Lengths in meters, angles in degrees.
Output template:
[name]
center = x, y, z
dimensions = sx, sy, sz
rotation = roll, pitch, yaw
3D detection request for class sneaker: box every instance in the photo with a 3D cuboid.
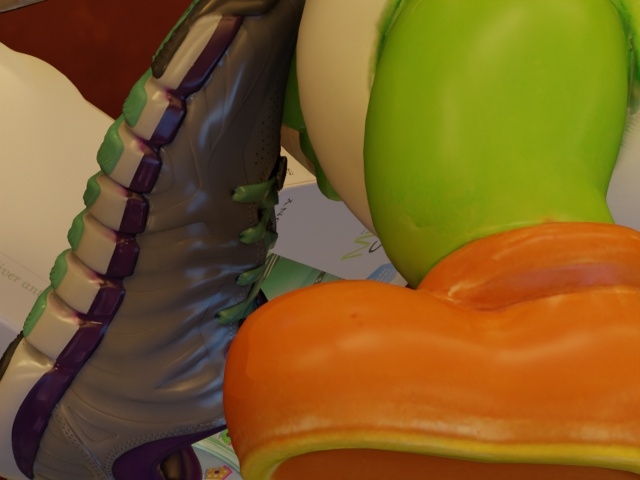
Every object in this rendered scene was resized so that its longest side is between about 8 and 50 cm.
[sneaker]
center = -0.036, 0.007, 0.538
dimensions = 0.098, 0.223, 0.083
rotation = 30, 28, -1

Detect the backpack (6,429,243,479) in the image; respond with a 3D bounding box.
[backpack]
center = -0.129, 0.153, 1.142
dimensions = 0.188, 0.166, 0.144
rotation = -14, 50, 22

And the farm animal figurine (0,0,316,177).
[farm animal figurine]
center = -0.029, -0.149, 0.654
dimensions = 0.327, 0.330, 0.172
rotation = 1, 15, -13

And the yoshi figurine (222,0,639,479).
[yoshi figurine]
center = 0.012, -0.094, 0.447
dimensions = 0.203, 0.203, 0.362
rotation = 17, 63, -33

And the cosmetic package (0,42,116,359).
[cosmetic package]
center = -0.262, 0.037, 0.905
dimensions = 0.197, 0.365, 0.155
rotation = 34, 50, -19

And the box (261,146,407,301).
[box]
center = 0.000, 0.000, 1.316
dimensions = 0.322, 0.232, 0.058
rotation = -11, 55, -49
